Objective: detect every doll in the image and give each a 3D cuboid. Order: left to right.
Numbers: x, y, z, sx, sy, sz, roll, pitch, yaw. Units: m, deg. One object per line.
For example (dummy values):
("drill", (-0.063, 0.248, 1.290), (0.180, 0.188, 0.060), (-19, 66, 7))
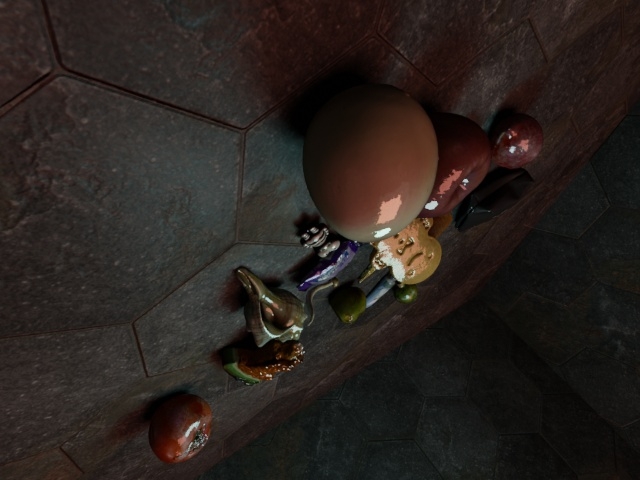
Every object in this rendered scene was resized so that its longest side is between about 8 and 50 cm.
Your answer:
("doll", (0.000, 0.000, 1.258), (0.091, 0.067, 0.219), (-40, 154, 6))

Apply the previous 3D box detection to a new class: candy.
("candy", (0.034, 0.079, 1.401), (0.275, 0.070, 0.145), (-39, 163, 3))

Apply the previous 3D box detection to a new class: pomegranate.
("pomegranate", (0.430, 0.258, 2.135), (0.130, 0.130, 0.130), (-30, 151, -19))

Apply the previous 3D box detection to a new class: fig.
("fig", (0.111, 0.270, 1.713), (0.165, 0.154, 0.143), (-59, 139, -64))

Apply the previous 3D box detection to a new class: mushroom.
("mushroom", (-0.009, 0.195, 1.455), (0.306, 0.068, 0.043), (-43, 141, -60))

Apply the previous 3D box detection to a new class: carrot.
("carrot", (0.378, -0.021, 1.630), (0.302, 0.138, 0.138), (-37, 152, -10))

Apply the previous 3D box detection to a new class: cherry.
("cherry", (0.679, -0.352, 1.471), (0.192, 0.175, 0.250), (-36, 157, 21))

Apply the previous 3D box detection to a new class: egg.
("egg", (0.103, -0.158, 0.873), (0.284, 0.344, 0.283), (1, 149, 1))

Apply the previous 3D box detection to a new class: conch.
("conch", (-0.167, 0.225, 1.289), (0.170, 0.202, 0.386), (-26, 135, 28))

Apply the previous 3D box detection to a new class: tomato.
("tomato", (-0.498, 0.652, 1.473), (0.232, 0.189, 0.231), (-46, 143, -51))

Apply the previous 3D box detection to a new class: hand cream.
("hand cream", (0.269, 0.247, 1.986), (0.088, 0.055, 0.256), (1, 139, -46))

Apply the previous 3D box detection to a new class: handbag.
("handbag", (0.757, -0.164, 1.890), (0.343, 0.152, 0.288), (-30, 163, -18))

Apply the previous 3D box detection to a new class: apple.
("apple", (0.306, -0.207, 1.152), (0.306, 0.235, 0.305), (-33, 153, -19))

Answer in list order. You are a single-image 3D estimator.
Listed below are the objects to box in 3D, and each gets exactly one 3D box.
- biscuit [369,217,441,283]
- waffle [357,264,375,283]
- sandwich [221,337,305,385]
("biscuit", (0.307, 0.024, 1.510), (0.275, 0.052, 0.355), (-39, 120, 2))
("waffle", (0.204, 0.112, 1.724), (0.153, 0.023, 0.097), (-38, 151, -3))
("sandwich", (-0.196, 0.408, 1.518), (0.302, 0.161, 0.250), (-16, 144, 18))
